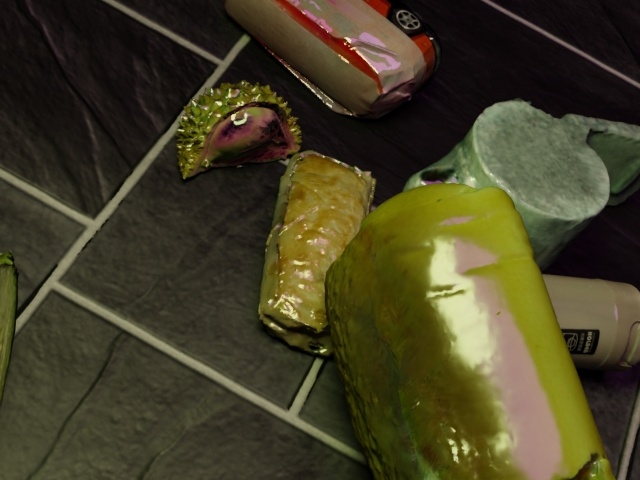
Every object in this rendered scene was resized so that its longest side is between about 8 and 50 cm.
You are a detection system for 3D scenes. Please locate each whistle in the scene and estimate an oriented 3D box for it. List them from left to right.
[{"bbox_3d":[0.280,-0.079,1.378,0.188,0.168,0.404,46,47,14],"label":"whistle"}]

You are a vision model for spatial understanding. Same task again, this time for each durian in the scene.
[{"bbox_3d":[-0.099,-0.163,1.321,0.186,0.108,0.119,-14,61,-30],"label":"durian"}]

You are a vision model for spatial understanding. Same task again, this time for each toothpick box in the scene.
[{"bbox_3d":[0.287,0.096,1.282,0.180,0.111,0.111,7,52,-16],"label":"toothpick box"}]

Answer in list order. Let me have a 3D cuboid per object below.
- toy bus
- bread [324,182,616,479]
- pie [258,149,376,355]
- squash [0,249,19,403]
[{"bbox_3d":[0.013,-0.293,1.459,0.302,0.127,0.147,41,55,9],"label":"toy bus"},{"bbox_3d":[0.131,0.133,1.085,0.208,0.251,0.377,-3,66,-25],"label":"bread"},{"bbox_3d":[0.000,0.000,1.266,0.128,0.068,0.282,19,49,-9],"label":"pie"},{"bbox_3d":[-0.345,0.098,0.951,0.133,0.220,0.220,18,50,-7],"label":"squash"}]
